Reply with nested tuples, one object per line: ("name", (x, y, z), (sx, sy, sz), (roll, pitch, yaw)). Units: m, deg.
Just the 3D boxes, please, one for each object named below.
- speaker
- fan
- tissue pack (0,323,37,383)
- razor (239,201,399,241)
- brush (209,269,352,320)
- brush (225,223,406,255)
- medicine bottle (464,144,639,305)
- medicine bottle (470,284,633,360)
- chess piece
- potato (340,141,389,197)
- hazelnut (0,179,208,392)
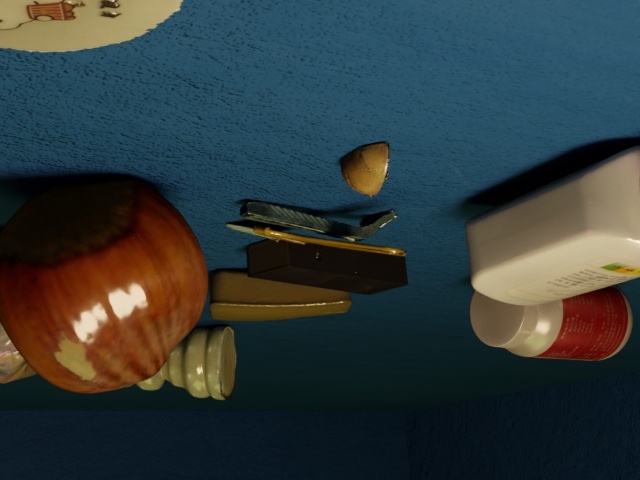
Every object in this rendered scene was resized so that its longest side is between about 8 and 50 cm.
("speaker", (0.011, 0.033, 1.455), (0.218, 0.044, 0.082), (10, 161, -43))
("fan", (-0.247, -0.152, 0.702), (0.329, 0.009, 0.191), (-2, 167, -9))
("tissue pack", (-0.505, 0.146, 1.624), (0.215, 0.122, 0.256), (0, 165, -8))
("razor", (-0.004, -0.021, 1.256), (0.190, 0.033, 0.066), (7, 162, -35))
("brush", (-0.057, 0.076, 1.582), (0.197, 0.059, 0.123), (-2, 169, -5))
("brush", (0.000, 0.000, 1.270), (0.218, 0.010, 0.082), (7, 175, 35))
("medicine bottle", (0.303, -0.018, 1.166), (0.179, 0.124, 0.324), (3, 166, -28))
("medicine bottle", (0.347, 0.112, 1.686), (0.250, 0.131, 0.131), (7, 163, -38))
("chess piece", (-0.278, 0.216, 1.981), (0.243, 0.133, 0.133), (-1, 167, 8))
("potato", (0.039, -0.064, 1.083), (0.036, 0.037, 0.093), (4, 166, -10))
("hazelnut", (-0.225, 0.041, 1.116), (0.186, 0.210, 0.210), (34, -175, 28))
